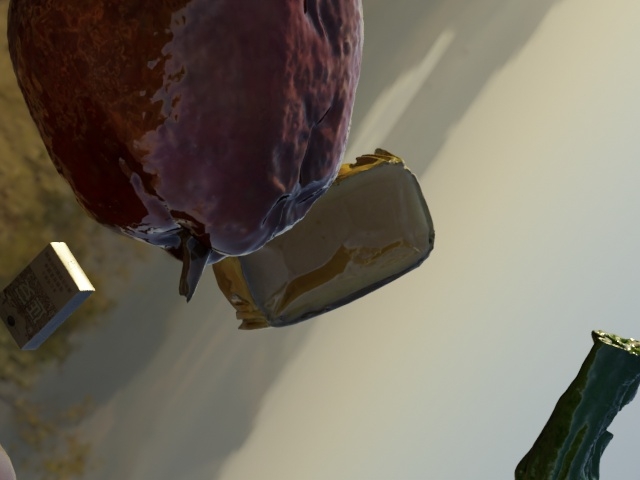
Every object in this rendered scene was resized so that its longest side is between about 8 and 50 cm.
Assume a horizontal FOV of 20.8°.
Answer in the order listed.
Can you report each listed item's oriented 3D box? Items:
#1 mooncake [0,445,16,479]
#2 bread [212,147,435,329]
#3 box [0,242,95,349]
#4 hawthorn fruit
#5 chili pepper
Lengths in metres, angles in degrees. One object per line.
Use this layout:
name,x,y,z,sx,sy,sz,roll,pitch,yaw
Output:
mooncake,-0.321,0.164,0.907,0.334,0.325,0.174,135,-46,-66
bread,0.000,0.000,1.890,0.241,0.136,0.107,-25,-168,-26
box,-0.234,0.047,1.471,0.083,0.053,0.024,-43,160,21
hawthorn fruit,-0.063,-0.083,0.823,0.173,0.173,0.179,-51,132,-58
chili pepper,0.238,0.192,1.631,0.099,0.083,0.253,-33,146,-54
